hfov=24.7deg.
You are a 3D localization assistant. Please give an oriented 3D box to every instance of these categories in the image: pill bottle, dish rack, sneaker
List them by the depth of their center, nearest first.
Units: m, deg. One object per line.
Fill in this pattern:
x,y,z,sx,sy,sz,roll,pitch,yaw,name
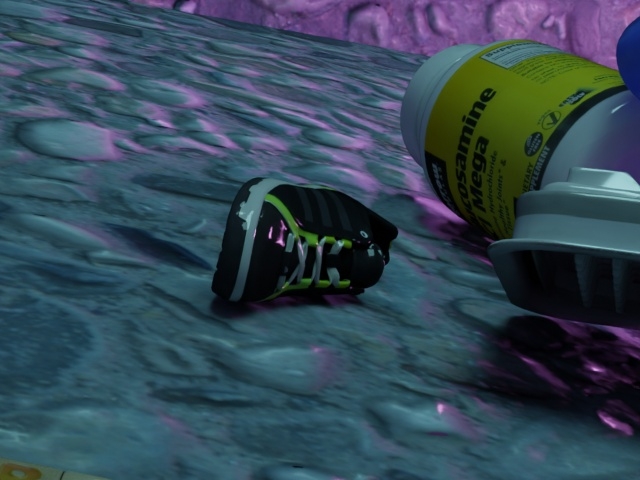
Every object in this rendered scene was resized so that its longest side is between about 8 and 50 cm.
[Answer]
0.292,0.020,1.006,0.333,0.072,0.285,7,-10,14,dish rack
0.000,0.000,1.074,0.097,0.084,0.235,18,15,16,sneaker
0.208,-0.081,1.349,0.188,0.188,0.334,5,15,-26,pill bottle

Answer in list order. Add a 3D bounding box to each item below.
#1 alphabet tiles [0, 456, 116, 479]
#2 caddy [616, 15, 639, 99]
-0.086,0.144,0.605,0.237,0.009,0.198,11,14,-2,alphabet tiles
0.398,-0.109,1.149,0.341,0.241,0.179,-1,-17,-40,caddy
